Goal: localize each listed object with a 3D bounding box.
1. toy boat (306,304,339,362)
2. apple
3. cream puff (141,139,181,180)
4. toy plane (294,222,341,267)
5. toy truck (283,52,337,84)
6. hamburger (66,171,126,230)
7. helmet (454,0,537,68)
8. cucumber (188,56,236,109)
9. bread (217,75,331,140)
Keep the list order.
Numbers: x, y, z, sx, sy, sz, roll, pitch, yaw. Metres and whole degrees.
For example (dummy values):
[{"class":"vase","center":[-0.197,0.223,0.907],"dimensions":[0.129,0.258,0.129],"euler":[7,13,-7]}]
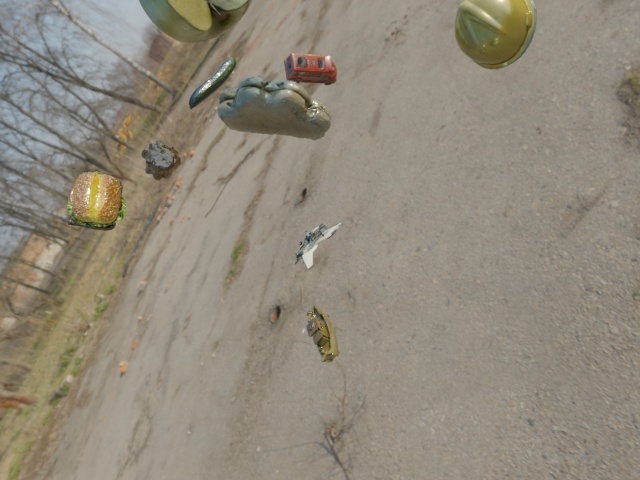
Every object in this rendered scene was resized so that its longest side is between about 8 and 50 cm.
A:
[{"class":"toy boat","center":[0.000,0.254,1.108],"dimensions":[0.064,0.072,0.206],"euler":[-49,27,14]},{"class":"apple","center":[-0.334,-0.665,1.033],"dimensions":[0.295,0.258,0.233],"euler":[-42,16,-19]},{"class":"cream puff","center":[-0.502,-0.250,1.264],"dimensions":[0.094,0.116,0.122],"euler":[156,109,-67]},{"class":"toy plane","center":[-0.016,-0.005,1.255],"dimensions":[0.234,0.082,0.160],"euler":[-53,-12,-43]},{"class":"toy truck","center":[-0.031,-0.775,1.803],"dimensions":[0.114,0.253,0.107],"euler":[-12,87,65]},{"class":"hamburger","center":[-0.589,-0.110,1.062],"dimensions":[0.087,0.137,0.166],"euler":[-40,47,52]},{"class":"helmet","center":[0.435,-0.589,1.072],"dimensions":[0.205,0.140,0.257],"euler":[-47,63,49]},{"class":"cucumber","center":[-0.391,-0.583,1.471],"dimensions":[0.056,0.056,0.284],"euler":[-8,45,55]},{"class":"bread","center":[-0.135,-0.384,1.155],"dimensions":[0.183,0.337,0.102],"euler":[92,-174,-75]}]
